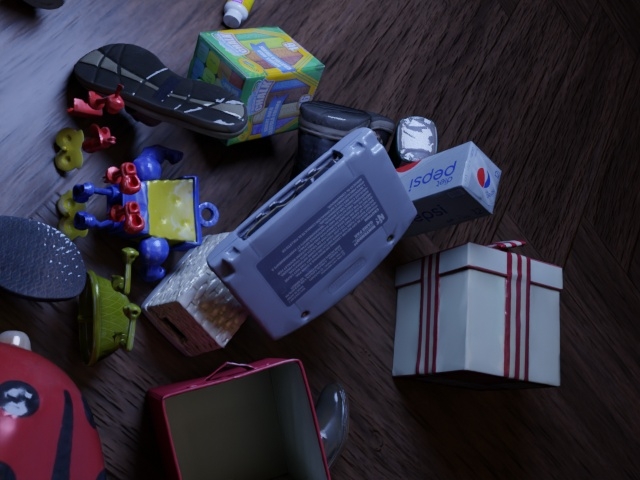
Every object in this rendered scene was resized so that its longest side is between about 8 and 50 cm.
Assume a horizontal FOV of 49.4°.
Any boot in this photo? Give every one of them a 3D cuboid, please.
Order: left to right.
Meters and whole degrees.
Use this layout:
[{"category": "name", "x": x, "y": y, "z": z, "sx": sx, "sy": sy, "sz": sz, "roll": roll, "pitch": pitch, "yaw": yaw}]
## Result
[{"category": "boot", "x": -0.024, "y": 0.319, "z": 1.102, "sx": 0.106, "sy": 0.082, "sz": 0.219, "roll": 31, "pitch": 62, "yaw": -33}, {"category": "boot", "x": 0.022, "y": -0.086, "z": 1.185, "sx": 0.377, "sy": 0.138, "sz": 0.284, "roll": -41, "pitch": 145, "yaw": -76}]

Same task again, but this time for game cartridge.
[{"category": "game cartridge", "x": 0.000, "y": 0.000, "z": 1.004, "sx": 0.294, "sy": 0.060, "sz": 0.196, "roll": -41, "pitch": 125, "yaw": -10}]

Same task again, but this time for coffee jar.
[{"category": "coffee jar", "x": 0.169, "y": -0.157, "z": 1.333, "sx": 0.079, "sy": 0.184, "sz": 0.096, "roll": 3, "pitch": 74, "yaw": -3}]

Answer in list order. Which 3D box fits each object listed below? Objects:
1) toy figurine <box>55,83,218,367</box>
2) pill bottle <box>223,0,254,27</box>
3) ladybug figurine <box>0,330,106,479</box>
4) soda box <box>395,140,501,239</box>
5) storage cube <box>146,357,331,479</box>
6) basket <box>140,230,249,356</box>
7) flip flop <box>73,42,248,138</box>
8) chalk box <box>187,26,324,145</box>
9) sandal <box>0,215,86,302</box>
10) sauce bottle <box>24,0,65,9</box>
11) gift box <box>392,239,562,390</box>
[{"category": "toy figurine", "x": -0.219, "y": -0.018, "z": 0.968, "sx": 0.217, "sy": 0.191, "sz": 0.362, "roll": 2, "pitch": 78, "yaw": -45}, {"category": "pill bottle", "x": -0.144, "y": -0.415, "z": 1.225, "sx": 0.043, "sy": 0.043, "sz": 0.083, "roll": 33, "pitch": 59, "yaw": -29}, {"category": "ladybug figurine", "x": -0.342, "y": 0.310, "z": 0.730, "sx": 0.305, "sy": 0.162, "sz": 0.448, "roll": 34, "pitch": 48, "yaw": -59}, {"category": "soda box", "x": 0.171, "y": -0.075, "z": 1.235, "sx": 0.091, "sy": 0.286, "sz": 0.098, "roll": 36, "pitch": 57, "yaw": -29}, {"category": "storage cube", "x": -0.116, "y": 0.268, "z": 0.933, "sx": 0.184, "sy": 0.193, "sz": 0.214, "roll": -13, "pitch": 85, "yaw": -21}, {"category": "basket", "x": -0.161, "y": 0.075, "z": 1.037, "sx": 0.113, "sy": 0.103, "sz": 0.167, "roll": 50, "pitch": 51, "yaw": -19}, {"category": "flip flop", "x": -0.233, "y": -0.203, "z": 1.005, "sx": 0.277, "sy": 0.080, "sz": 0.112, "roll": 23, "pitch": 50, "yaw": 8}, {"category": "chalk box", "x": -0.126, "y": -0.247, "z": 1.106, "sx": 0.213, "sy": 0.132, "sz": 0.132, "roll": -21, "pitch": 57, "yaw": -42}, {"category": "sandal", "x": -0.416, "y": 0.011, "z": 0.859, "sx": 0.255, "sy": 0.054, "sz": 0.097, "roll": 18, "pitch": 67, "yaw": -16}, {"category": "sauce bottle", "x": -0.372, "y": -0.499, "z": 1.011, "sx": 0.112, "sy": 0.111, "sz": 0.344, "roll": 19, "pitch": 65, "yaw": -35}, {"category": "gift box", "x": 0.300, "y": 0.143, "z": 1.315, "sx": 0.277, "sy": 0.255, "sz": 0.257, "roll": 15, "pitch": 71, "yaw": -31}]
